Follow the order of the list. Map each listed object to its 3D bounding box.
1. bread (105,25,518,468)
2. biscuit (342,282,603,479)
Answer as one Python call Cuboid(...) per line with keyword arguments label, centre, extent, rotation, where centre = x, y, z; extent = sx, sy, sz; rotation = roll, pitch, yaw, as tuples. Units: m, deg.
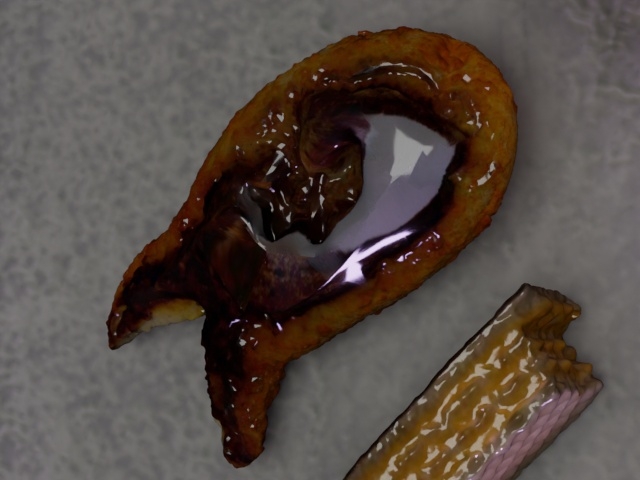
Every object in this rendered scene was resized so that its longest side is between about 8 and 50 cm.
Cuboid(label="bread", centre=(-0.003, -0.008, 1.063), extent=(0.139, 0.095, 0.269), rotation=(49, 117, 14))
Cuboid(label="biscuit", centre=(0.009, 0.178, 1.052), extent=(0.379, 0.094, 0.054), rotation=(-47, 71, 12))
